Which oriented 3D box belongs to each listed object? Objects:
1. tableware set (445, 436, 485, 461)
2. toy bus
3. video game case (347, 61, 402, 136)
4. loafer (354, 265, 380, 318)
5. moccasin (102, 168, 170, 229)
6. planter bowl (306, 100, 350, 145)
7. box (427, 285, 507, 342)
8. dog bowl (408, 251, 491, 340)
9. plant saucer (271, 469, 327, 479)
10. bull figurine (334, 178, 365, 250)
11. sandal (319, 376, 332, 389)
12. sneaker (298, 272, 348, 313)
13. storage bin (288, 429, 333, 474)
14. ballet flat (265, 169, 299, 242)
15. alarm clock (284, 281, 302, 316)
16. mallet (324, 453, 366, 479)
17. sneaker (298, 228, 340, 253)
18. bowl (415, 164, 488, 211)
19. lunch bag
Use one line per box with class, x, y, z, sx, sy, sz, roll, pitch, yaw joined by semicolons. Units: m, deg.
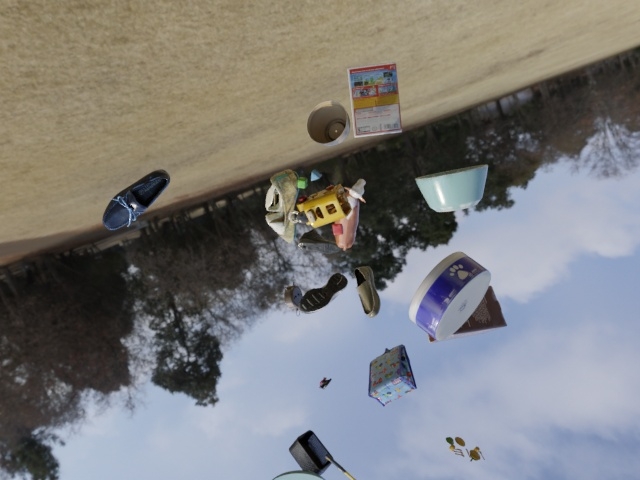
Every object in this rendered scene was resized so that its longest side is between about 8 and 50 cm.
tableware set;0.594;0.862;1.821;0.153;0.024;0.104;17;-157;-14
toy bus;-0.008;-0.093;1.352;0.190;0.202;0.104;24;-150;7
video game case;0.229;-0.590;1.854;0.203;0.286;0.025;-6;-174;3
loafer;0.195;0.227;1.963;0.087;0.251;0.094;15;139;-35
moccasin;-0.782;-0.178;1.856;0.342;0.138;0.116;-48;-148;-5
planter bowl;0.043;-0.420;1.636;0.161;0.162;0.109;-18;166;20
box;0.605;0.308;1.879;0.380;0.191;0.143;1;154;-34
dog bowl;0.396;0.171;1.343;0.264;0.265;0.104;-27;-131;-30
plant saucer;-0.091;1.100;1.911;0.317;0.318;0.044;-20;-157;10
bull figurine;0.112;-0.118;1.808;0.101;0.311;0.188;9;-157;-5
sandal;0.016;0.765;2.369;0.067;0.040;0.179;-44;174;-26
sneaker;0.012;0.249;1.931;0.271;0.100;0.108;-30;156;-37
storage bin;-0.043;0.989;2.034;0.122;0.180;0.084;-2;130;-55
ballet flat;-0.150;-0.113;1.641;0.123;0.123;0.349;-27;147;-28
alarm clock;-0.145;0.339;2.509;0.064;0.192;0.129;-9;-172;26
mallet;0.096;0.823;1.561;0.039;0.189;0.062;-46;179;-41
sneaker;0.000;0.000;2.393;0.227;0.087;0.130;6;-135;5
bowl;0.582;-0.222;1.928;0.311;0.163;0.311;-12;-172;2
lunch bag;0.367;0.693;2.363;0.221;0.138;0.293;-38;-154;23
